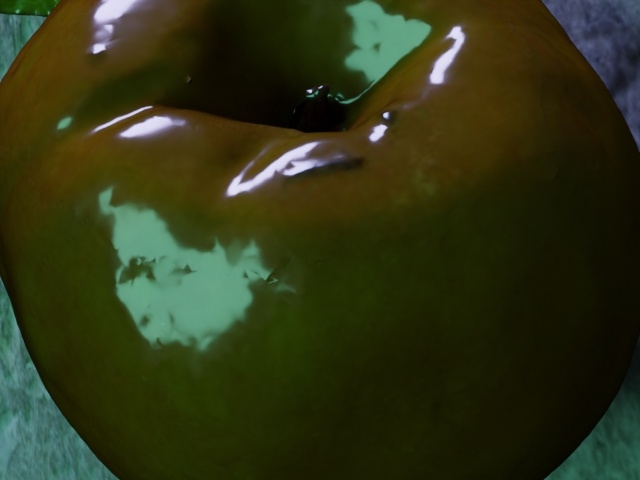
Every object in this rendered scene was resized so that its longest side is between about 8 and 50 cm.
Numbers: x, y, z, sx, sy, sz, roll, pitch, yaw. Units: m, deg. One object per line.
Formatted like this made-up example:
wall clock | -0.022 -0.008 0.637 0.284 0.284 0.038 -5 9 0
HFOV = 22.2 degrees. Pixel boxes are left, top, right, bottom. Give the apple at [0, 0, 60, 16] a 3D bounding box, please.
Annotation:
apple | -0.162 -0.265 0.992 0.246 0.246 0.226 23 135 42

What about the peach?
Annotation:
peach | 0.000 0.000 0.836 0.343 0.343 0.301 50 157 27
